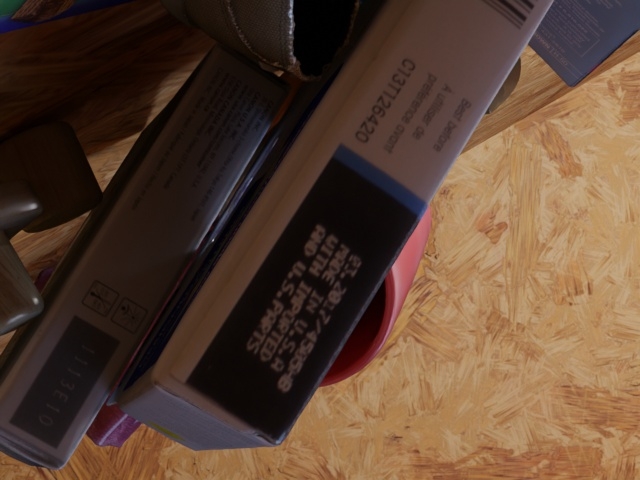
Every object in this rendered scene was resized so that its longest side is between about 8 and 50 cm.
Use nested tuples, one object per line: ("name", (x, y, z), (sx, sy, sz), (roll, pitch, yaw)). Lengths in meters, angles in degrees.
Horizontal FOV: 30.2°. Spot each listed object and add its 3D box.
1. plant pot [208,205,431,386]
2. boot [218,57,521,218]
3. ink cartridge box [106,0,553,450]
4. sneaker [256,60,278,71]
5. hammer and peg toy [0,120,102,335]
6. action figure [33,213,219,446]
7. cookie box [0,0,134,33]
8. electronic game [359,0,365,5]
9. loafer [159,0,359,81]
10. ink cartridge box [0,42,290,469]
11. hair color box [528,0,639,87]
("plant pot", (0.000, 0.000, 1.388), (0.275, 0.275, 0.243), (-33, -175, 33))
("boot", (-0.005, -0.075, 0.908), (0.295, 0.104, 0.211), (-36, -157, -29))
("ink cartridge box", (0.004, -0.034, 0.609), (0.303, 0.072, 0.307), (-59, -175, -15))
("sneaker", (0.004, -0.151, 0.640), (0.057, 0.075, 0.161), (-9, 163, -44))
("hammer and peg toy", (-0.284, 0.050, 0.684), (0.266, 0.127, 0.361), (-33, 175, 31))
("action figure", (-0.113, 0.062, 1.213), (0.370, 0.248, 0.276), (-29, 177, 9))
("cookie box", (-0.093, -0.131, 0.486), (0.107, 0.040, 0.092), (-28, 173, -45))
("electronic game", (0.059, -0.189, 0.823), (0.229, 0.048, 0.229), (-30, 175, -3))
("loafer", (0.023, -0.158, 0.425), (0.094, 0.087, 0.251), (-28, 158, -43))
("ink cartridge box", (-0.141, 0.020, 0.799), (0.275, 0.060, 0.239), (-61, -168, -17))
("hair color box", (0.250, -0.247, 0.813), (0.185, 0.113, 0.374), (-43, 177, -8))
